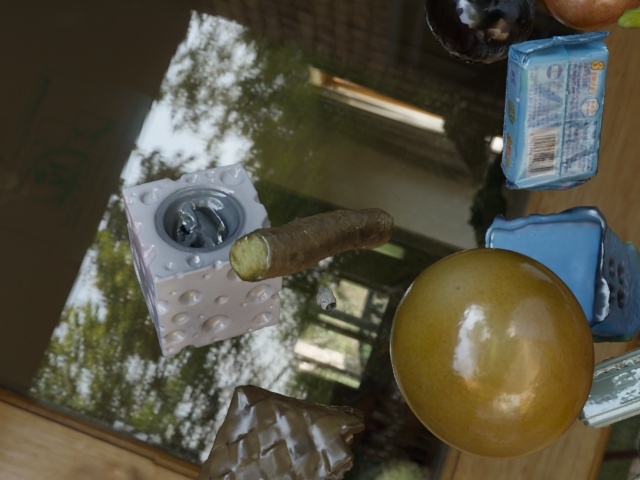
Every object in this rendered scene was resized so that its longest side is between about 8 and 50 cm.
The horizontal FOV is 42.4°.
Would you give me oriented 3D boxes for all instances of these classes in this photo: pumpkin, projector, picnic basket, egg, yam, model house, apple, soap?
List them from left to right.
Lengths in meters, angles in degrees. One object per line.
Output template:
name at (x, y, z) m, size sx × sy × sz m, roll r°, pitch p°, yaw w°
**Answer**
picnic basket at (-0.013, 0.350, 1.052) m, size 0.254 × 0.320 × 0.291 m, roll 87°, pitch -154°, yaw -76°
yam at (0.000, 0.000, 1.196) m, size 0.356 × 0.081 × 0.081 m, roll -11°, pitch -57°, yaw -57°
pumpkin at (0.329, -0.480, 1.715) m, size 0.163 × 0.233 × 0.233 m, roll 111°, pitch -178°, yaw -58°
egg at (0.221, 0.150, 1.058) m, size 0.250 × 0.250 × 0.322 m, roll -68°, pitch -31°, yaw -25°
soap at (0.383, -0.205, 1.360) m, size 0.077 × 0.156 × 0.293 m, roll -99°, pitch 4°, yaw -57°
model house at (0.462, 0.093, 1.525) m, size 0.303 × 0.237 × 0.216 m, roll 28°, pitch -115°, yaw -47°
apple at (0.465, -0.448, 1.413) m, size 0.201 × 0.201 × 0.162 m, roll -56°, pitch -35°, yaw -65°
projector at (0.529, 0.230, 1.369) m, size 0.256 × 0.191 × 0.099 m, roll 4°, pitch -118°, yaw -61°

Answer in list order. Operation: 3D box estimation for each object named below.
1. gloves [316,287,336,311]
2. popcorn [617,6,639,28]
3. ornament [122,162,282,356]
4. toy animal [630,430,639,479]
gloves at (0.015, 0.119, 1.659) m, size 0.081 × 0.044 × 0.038 m, roll 32°, pitch 119°, yaw 57°
popcorn at (0.482, -0.325, 0.926) m, size 0.276 × 0.276 × 0.226 m, roll -63°, pitch -10°, yaw -50°
ornament at (-0.223, 0.034, 1.579) m, size 0.240 × 0.239 × 0.240 m, roll 95°, pitch 154°, yaw -48°
toy animal at (0.633, 0.419, 1.570) m, size 0.219 × 0.155 × 0.095 m, roll -117°, pitch 17°, yaw -63°
